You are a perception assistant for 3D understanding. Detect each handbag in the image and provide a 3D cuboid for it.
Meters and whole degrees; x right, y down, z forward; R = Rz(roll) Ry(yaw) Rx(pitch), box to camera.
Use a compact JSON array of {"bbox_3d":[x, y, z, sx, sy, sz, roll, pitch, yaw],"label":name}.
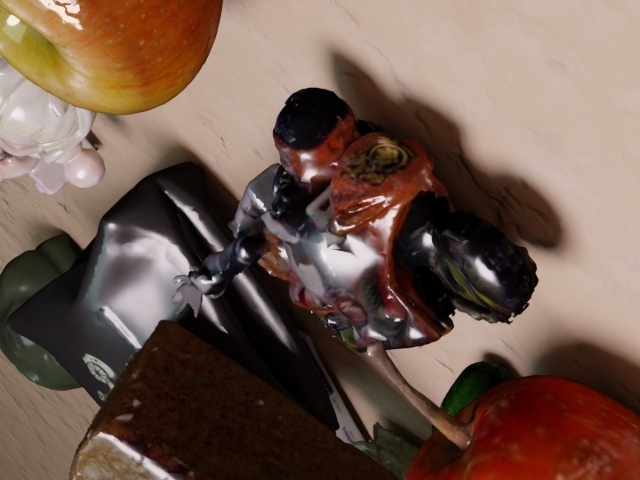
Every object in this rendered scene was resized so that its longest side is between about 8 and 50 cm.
[{"bbox_3d":[-0.136,0.112,1.599,0.288,0.152,0.342,49,146,-1],"label":"handbag"}]

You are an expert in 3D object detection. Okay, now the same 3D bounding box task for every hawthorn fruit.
[{"bbox_3d":[0.169,0.204,1.221,0.235,0.231,0.263,71,-169,-76],"label":"hawthorn fruit"}]

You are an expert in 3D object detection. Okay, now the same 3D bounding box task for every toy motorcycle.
[{"bbox_3d":[0.000,0.000,1.268,0.207,0.134,0.401,50,156,-8],"label":"toy motorcycle"}]

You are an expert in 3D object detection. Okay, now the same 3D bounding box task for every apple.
[{"bbox_3d":[-0.167,-0.204,1.179,0.210,0.173,0.235,14,150,46],"label":"apple"}]

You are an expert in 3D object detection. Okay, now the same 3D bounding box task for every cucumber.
[{"bbox_3d":[0.109,0.206,1.352,0.069,0.227,0.069,13,-173,-2],"label":"cucumber"}]

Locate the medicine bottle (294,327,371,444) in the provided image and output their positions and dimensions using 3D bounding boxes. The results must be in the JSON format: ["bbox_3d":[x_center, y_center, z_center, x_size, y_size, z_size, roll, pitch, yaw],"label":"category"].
[{"bbox_3d":[-0.034,0.159,1.702,0.171,0.052,0.201,17,142,50],"label":"medicine bottle"}]

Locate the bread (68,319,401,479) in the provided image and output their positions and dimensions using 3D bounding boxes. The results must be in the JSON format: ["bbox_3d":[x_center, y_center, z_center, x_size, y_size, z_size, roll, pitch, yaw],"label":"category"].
[{"bbox_3d":[-0.010,0.249,1.436,0.416,0.165,0.113,36,132,-5],"label":"bread"}]

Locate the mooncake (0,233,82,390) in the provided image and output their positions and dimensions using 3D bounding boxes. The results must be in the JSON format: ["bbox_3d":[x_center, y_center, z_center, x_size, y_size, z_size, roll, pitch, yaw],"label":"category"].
[{"bbox_3d":[-0.287,0.080,1.931,0.175,0.168,0.104,19,143,-12],"label":"mooncake"}]

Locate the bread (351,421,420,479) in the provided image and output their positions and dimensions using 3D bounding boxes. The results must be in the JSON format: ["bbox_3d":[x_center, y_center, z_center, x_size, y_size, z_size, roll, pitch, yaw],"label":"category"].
[{"bbox_3d":[0.088,0.249,1.616,0.172,0.064,0.232,48,157,-7],"label":"bread"}]

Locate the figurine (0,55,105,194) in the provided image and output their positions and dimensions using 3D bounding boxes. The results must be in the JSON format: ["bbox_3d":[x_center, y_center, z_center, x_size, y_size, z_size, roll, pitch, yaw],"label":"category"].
[{"bbox_3d":[-0.264,-0.123,1.543,0.182,0.144,0.256,67,160,3],"label":"figurine"}]
